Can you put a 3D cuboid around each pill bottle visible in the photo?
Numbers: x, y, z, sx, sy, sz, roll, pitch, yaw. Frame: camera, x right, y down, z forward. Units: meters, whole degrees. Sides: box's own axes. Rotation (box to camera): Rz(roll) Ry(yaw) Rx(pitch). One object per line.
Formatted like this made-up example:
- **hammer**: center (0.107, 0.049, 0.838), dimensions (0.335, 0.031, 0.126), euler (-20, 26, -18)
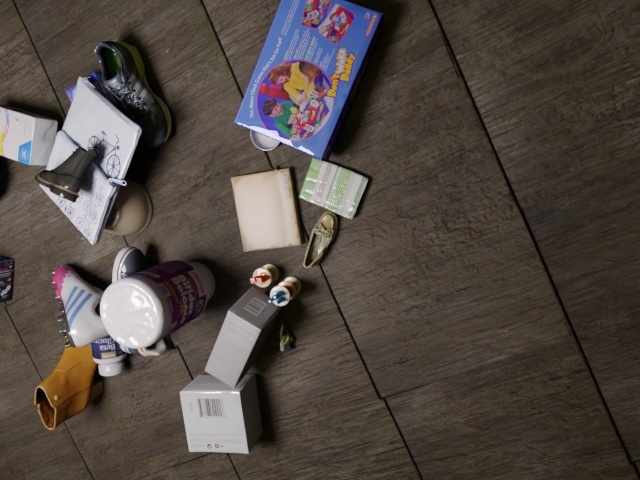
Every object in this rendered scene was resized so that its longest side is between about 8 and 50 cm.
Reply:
- **pill bottle**: center (-0.386, 0.142, 1.252), dimensions (0.170, 0.301, 0.169), euler (3, 101, 15)
- **pill bottle**: center (-0.612, 0.300, 1.445), dimensions (0.094, 0.094, 0.169), euler (1, 102, 14)

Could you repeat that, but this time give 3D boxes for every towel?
- **towel**: center (0.033, -0.132, 1.246), dimensions (0.152, 0.023, 0.113), euler (24, 102, 12)

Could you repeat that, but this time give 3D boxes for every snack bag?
- **snack bag**: center (-0.602, -0.213, 1.290), dimensions (0.323, 0.037, 0.342), euler (40, 110, 28)

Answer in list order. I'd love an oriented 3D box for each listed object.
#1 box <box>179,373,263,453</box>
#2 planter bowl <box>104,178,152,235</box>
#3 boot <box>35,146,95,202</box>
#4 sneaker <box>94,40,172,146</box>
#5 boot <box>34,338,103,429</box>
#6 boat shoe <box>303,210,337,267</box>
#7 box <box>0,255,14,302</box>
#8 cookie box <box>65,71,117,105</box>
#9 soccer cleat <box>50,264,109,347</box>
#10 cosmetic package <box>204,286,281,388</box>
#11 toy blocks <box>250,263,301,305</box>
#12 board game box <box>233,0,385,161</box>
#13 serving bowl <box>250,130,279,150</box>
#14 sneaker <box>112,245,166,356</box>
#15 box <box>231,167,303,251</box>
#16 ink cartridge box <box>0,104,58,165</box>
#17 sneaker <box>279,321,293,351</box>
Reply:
- **box**: center (-0.268, 0.472, 1.372), dimensions (0.181, 0.119, 0.181), euler (-5, 99, 15)
- **planter bowl**: center (-0.559, -0.085, 1.360), dimensions (0.162, 0.109, 0.161), euler (3, 101, 14)
- **boot**: center (-0.637, -0.182, 1.262), dimensions (0.198, 0.077, 0.136), euler (24, 86, 37)
- **sneaker**: center (-0.493, -0.377, 1.287), dimensions (0.111, 0.121, 0.299), euler (-28, 91, 18)
- **boot**: center (-0.720, 0.364, 1.424), dimensions (0.104, 0.211, 0.294), euler (-2, 98, 14)
- **boat shoe**: center (-0.002, 0.000, 1.260), dimensions (0.056, 0.048, 0.152), euler (29, 105, 8)
- **box**: center (-1.089, 0.103, 1.502), dimensions (0.248, 0.163, 0.141), euler (13, 99, 12)
- **cookie box**: center (-0.625, -0.389, 1.361), dimensions (0.107, 0.040, 0.091), euler (-24, 92, 18)
- **soccer cleat**: center (-0.656, 0.172, 1.392), dimensions (0.331, 0.143, 0.115), euler (47, 144, 45)
- **cosmetic package**: center (-0.200, 0.251, 1.284), dimensions (0.107, 0.127, 0.237), euler (28, 124, 8)
- **toy blocks**: center (-0.123, 0.115, 1.259), dimensions (0.123, 0.148, 0.054), euler (29, 104, 8)
- **board game box**: center (-0.027, -0.390, 1.169), dimensions (0.234, 0.078, 0.346), euler (25, 99, 10)
- **serving bowl**: center (-0.133, -0.269, 1.260), dimensions (0.084, 0.027, 0.083), euler (2, 99, 15)
- **sneaker**: center (-0.481, 0.172, 1.377), dimensions (0.128, 0.126, 0.320), euler (10, 112, 17)
- **box**: center (-0.140, -0.078, 1.297), dimensions (0.165, 0.021, 0.201), euler (-7, 98, 16)
- **ink cartridge box**: center (-0.861, -0.302, 1.407), dimensions (0.231, 0.078, 0.134), euler (18, 103, 19)
- **sneaker**: center (-0.090, 0.257, 1.340), dimensions (0.035, 0.031, 0.083), euler (1, 104, 1)
